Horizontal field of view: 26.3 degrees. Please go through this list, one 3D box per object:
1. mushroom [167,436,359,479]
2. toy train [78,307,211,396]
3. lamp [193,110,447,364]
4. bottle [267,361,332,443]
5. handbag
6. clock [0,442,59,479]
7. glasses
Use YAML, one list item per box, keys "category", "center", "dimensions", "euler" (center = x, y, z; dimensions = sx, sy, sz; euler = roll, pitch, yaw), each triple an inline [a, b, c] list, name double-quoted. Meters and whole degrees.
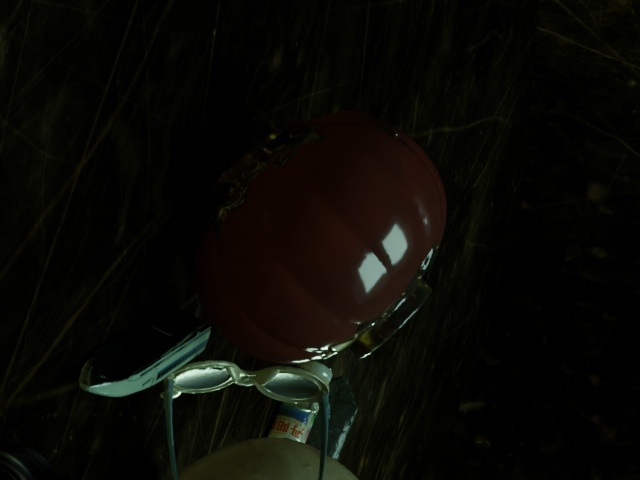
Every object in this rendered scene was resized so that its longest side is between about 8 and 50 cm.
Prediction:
- category: "mushroom"
  center: [-0.099, 0.393, 1.606]
  dimensions: [0.362, 0.294, 0.362]
  euler: [-17, 121, -30]
- category: "toy train"
  center: [-0.187, 0.126, 1.397]
  dimensions: [0.048, 0.055, 0.252]
  euler: [-69, 167, 18]
- category: "lamp"
  center: [0.000, 0.000, 1.512]
  dimensions: [0.303, 0.257, 0.303]
  euler: [-42, -177, 2]
- category: "bottle"
  center: [-0.044, 0.284, 2.048]
  dimensions: [0.060, 0.060, 0.217]
  euler: [75, 33, -62]
- category: "handbag"
  center: [-0.004, 0.345, 2.241]
  dimensions: [0.175, 0.088, 0.270]
  euler: [70, 38, -79]
- category: "clock"
  center: [-0.229, 0.376, 1.101]
  dimensions: [0.120, 0.276, 0.379]
  euler: [-3, 112, -76]
- category: "glasses"
  center: [-0.071, 0.211, 1.465]
  dimensions: [0.221, 0.189, 0.088]
  euler: [-103, -155, -54]
